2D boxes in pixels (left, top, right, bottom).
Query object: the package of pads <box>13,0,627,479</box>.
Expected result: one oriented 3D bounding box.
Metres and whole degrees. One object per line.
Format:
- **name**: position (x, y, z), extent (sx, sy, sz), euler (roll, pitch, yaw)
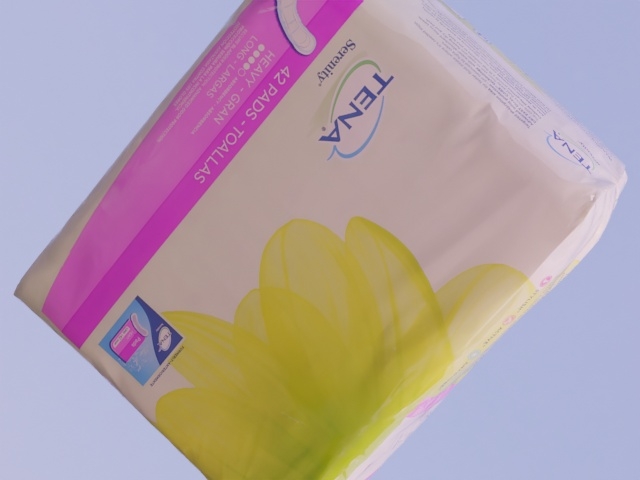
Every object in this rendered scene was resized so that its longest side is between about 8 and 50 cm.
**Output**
- **package of pads**: position (0.000, 0.000, 1.014), extent (0.229, 0.101, 0.296), euler (43, -67, 6)
